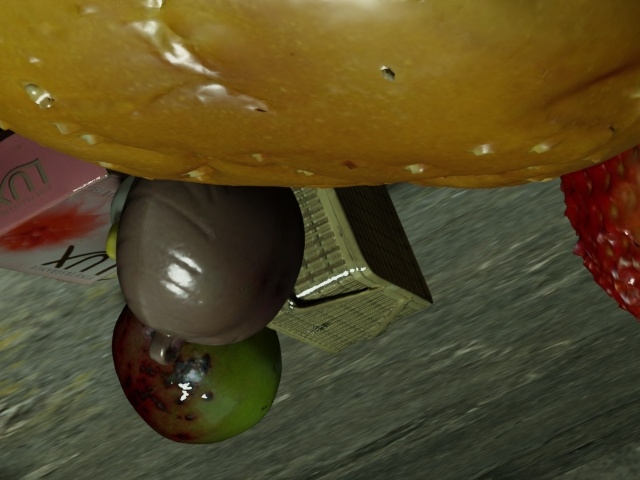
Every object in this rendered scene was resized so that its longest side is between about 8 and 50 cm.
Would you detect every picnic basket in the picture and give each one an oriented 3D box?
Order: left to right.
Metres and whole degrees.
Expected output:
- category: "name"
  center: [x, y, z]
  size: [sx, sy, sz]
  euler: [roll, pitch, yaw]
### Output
- category: "picnic basket"
  center: [0.000, 0.000, 1.197]
  size: [0.079, 0.115, 0.164]
  euler: [-28, 162, 13]

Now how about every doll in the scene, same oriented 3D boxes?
- category: "doll"
  center: [-0.050, -0.026, 0.995]
  size: [0.096, 0.188, 0.145]
  euler: [17, 154, 17]

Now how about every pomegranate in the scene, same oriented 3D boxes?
- category: "pomegranate"
  center: [-0.077, 0.071, 1.306]
  size: [0.129, 0.129, 0.159]
  euler: [-7, 150, -38]

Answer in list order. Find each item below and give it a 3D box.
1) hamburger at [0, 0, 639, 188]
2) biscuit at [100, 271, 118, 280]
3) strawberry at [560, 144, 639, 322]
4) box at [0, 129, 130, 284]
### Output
- category: "hamburger"
  center: [-0.001, -0.106, 0.685]
  size: [0.290, 0.170, 0.314]
  euler: [-2, 173, 33]
- category: "biscuit"
  center: [-0.126, -0.001, 1.213]
  size: [0.120, 0.015, 0.120]
  euler: [-19, 162, -6]
- category: "strawberry"
  center: [0.263, -0.066, 1.161]
  size: [0.239, 0.250, 0.288]
  euler: [16, 158, 35]
- category: "box"
  center: [-0.136, -0.026, 1.059]
  size: [0.111, 0.060, 0.156]
  euler: [-26, 161, 20]
